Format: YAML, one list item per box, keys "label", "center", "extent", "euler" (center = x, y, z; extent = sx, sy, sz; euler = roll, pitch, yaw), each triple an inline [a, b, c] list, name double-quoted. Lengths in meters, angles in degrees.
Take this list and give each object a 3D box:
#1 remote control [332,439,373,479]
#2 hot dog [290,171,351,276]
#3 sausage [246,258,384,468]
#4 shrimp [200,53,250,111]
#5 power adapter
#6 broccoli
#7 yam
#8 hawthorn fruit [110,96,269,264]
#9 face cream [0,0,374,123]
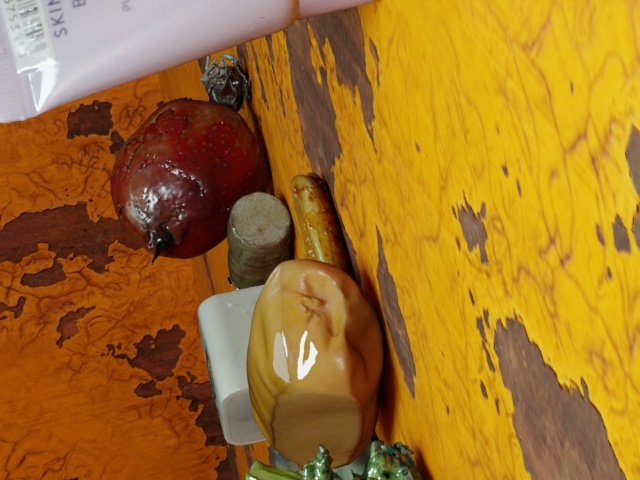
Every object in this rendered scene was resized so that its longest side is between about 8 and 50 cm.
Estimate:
- label: "remote control"
  center: [0.049, 0.242, 1.583]
  extent: [0.309, 0.038, 0.090]
  euler: [-119, 20, -62]
- label: "hot dog"
  center: [0.002, -0.001, 1.545]
  extent: [0.062, 0.038, 0.144]
  euler: [87, 170, -63]
- label: "sausage"
  center: [-0.005, 0.115, 1.473]
  extent: [0.241, 0.120, 0.136]
  euler: [90, 178, -56]
- label: "shrimp"
  center: [-0.113, -0.189, 1.989]
  extent: [0.165, 0.056, 0.065]
  euler: [108, 155, -69]
- label: "power adapter"
  center: [-0.058, 0.169, 1.899]
  extent: [0.130, 0.125, 0.205]
  euler: [90, 166, -53]
- label: "broccoli"
  center: [0.014, 0.226, 1.368]
  extent: [0.167, 0.160, 0.155]
  euler: [-47, -30, -64]
- label: "yam"
  center: [-0.069, 0.003, 1.911]
  extent: [0.127, 0.084, 0.084]
  euler: [100, 156, -60]
- label: "hawthorn fruit"
  center: [-0.164, -0.058, 1.940]
  extent: [0.235, 0.181, 0.181]
  euler: [-63, -26, -48]
- label: "face cream"
  center: [-0.101, -0.180, 1.130]
  extent: [0.096, 0.273, 0.154]
  euler: [145, 112, -81]
